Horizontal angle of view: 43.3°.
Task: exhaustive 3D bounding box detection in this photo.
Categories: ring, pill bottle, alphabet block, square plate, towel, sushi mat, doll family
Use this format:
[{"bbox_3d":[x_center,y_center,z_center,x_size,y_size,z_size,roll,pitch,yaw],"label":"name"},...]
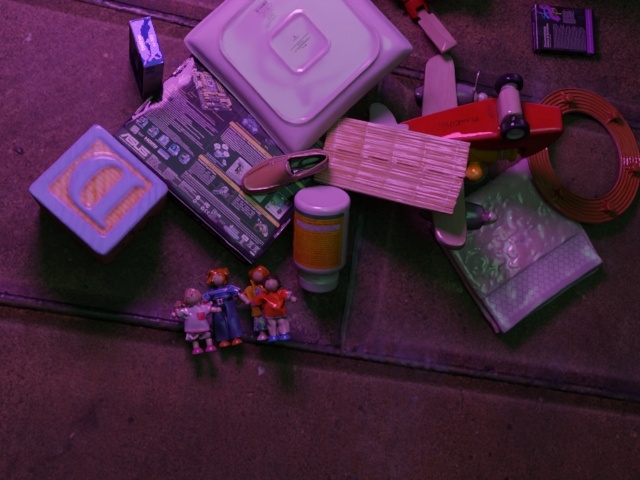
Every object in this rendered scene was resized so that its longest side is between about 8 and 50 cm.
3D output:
[{"bbox_3d":[0.636,-0.207,1.921,0.337,0.032,0.336,5,76,-21],"label":"ring"},{"bbox_3d":[0.000,0.000,1.698,0.118,0.117,0.208,-5,120,-13],"label":"pill bottle"},{"bbox_3d":[-0.436,-0.085,1.606,0.193,0.197,0.192,44,75,-5],"label":"alphabet block"},{"bbox_3d":[-0.046,-0.403,1.656,0.347,0.049,0.344,-42,97,5],"label":"square plate"},{"bbox_3d":[0.460,0.005,1.873,0.332,0.053,0.317,-31,90,-15],"label":"towel"},{"bbox_3d":[0.144,-0.158,1.661,0.316,0.019,0.151,15,86,21],"label":"sushi mat"},{"bbox_3d":[-0.175,0.135,1.696,0.263,0.118,0.163,-10,92,4],"label":"doll family"}]

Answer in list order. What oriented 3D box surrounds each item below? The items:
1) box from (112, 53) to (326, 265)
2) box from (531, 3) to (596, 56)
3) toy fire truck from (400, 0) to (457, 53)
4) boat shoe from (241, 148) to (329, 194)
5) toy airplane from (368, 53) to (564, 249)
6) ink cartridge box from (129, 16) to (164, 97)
[{"bbox_3d":[-0.196,-0.189,1.725,0.395,0.097,0.318,41,78,-6],"label":"box"},{"bbox_3d":[0.597,-0.515,1.980,0.162,0.029,0.116,2,82,-14],"label":"box"},{"bbox_3d":[0.274,-0.578,1.845,0.217,0.158,0.246,-23,114,14],"label":"toy fire truck"},{"bbox_3d":[-0.074,-0.147,1.654,0.190,0.072,0.068,-23,94,-5],"label":"boat shoe"},{"bbox_3d":[0.286,-0.202,1.777,0.384,0.272,0.386,37,83,33],"label":"toy airplane"},{"bbox_3d":[-0.358,-0.371,1.652,0.046,0.207,0.097,-17,87,-14],"label":"ink cartridge box"}]
